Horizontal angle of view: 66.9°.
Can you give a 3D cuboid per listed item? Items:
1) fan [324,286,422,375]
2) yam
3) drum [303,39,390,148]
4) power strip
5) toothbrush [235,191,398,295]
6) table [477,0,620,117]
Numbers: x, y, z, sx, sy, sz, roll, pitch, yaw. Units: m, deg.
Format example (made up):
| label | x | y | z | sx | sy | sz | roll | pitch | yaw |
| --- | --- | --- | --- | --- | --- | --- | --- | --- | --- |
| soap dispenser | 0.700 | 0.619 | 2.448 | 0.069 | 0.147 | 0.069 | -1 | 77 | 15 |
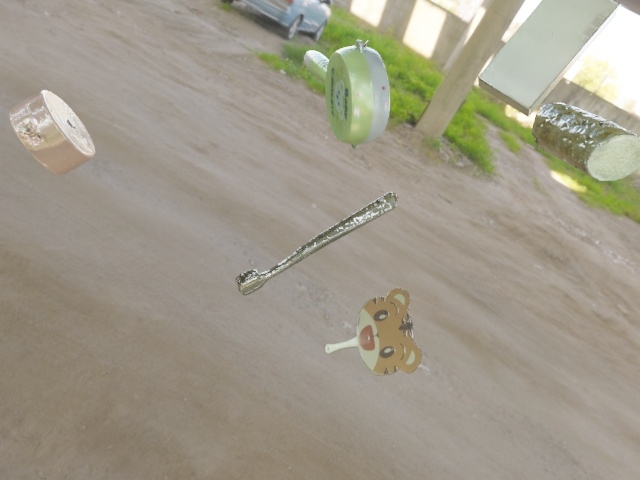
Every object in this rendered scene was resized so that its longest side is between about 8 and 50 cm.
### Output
| label | x | y | z | sx | sy | sz | roll | pitch | yaw |
| --- | --- | --- | --- | --- | --- | --- | --- | --- | --- |
| fan | 0.087 | 0.184 | 0.902 | 0.008 | 0.227 | 0.152 | 15 | 59 | -41 |
| yam | 0.371 | -0.142 | 0.690 | 0.078 | 0.078 | 0.179 | 20 | 25 | -18 |
| drum | 0.025 | -0.197 | 0.661 | 0.049 | 0.130 | 0.253 | -10 | 20 | -14 |
| power strip | -0.515 | -0.209 | 0.940 | 0.154 | 0.078 | 0.154 | 60 | -1 | 3 |
| toothbrush | 0.000 | 0.000 | 0.765 | 0.297 | 0.030 | 0.030 | -30 | 45 | -12 |
| table | 0.438 | -0.364 | 0.951 | 0.121 | 0.240 | 0.111 | 43 | 9 | 19 |
